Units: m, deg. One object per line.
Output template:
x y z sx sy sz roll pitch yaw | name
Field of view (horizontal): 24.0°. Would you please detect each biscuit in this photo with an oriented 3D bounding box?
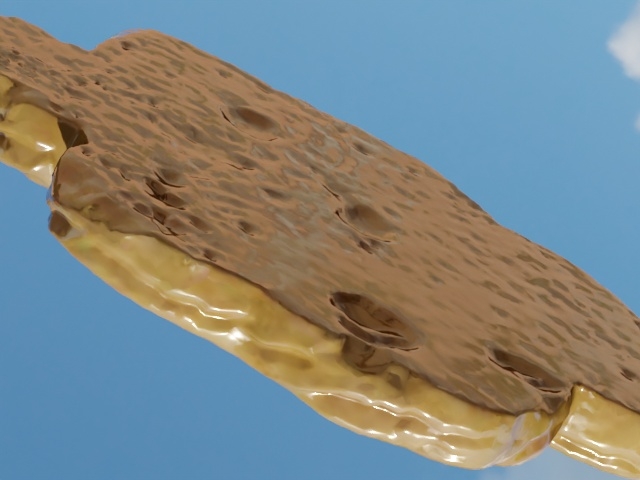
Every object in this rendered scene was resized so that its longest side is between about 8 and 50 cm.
-0.002 0.004 0.647 0.376 0.051 0.269 26 -162 -14 | biscuit
